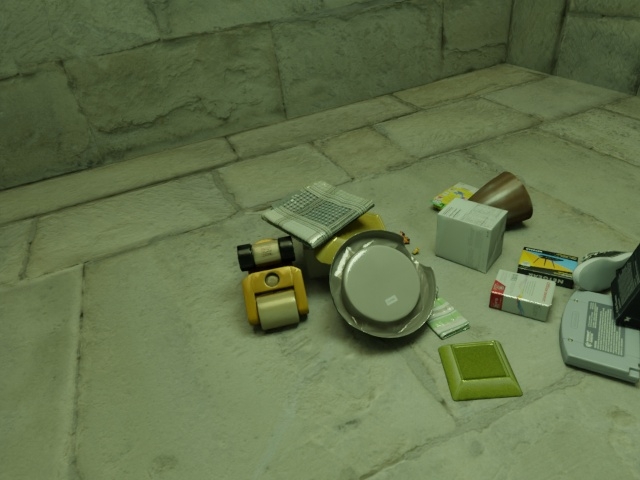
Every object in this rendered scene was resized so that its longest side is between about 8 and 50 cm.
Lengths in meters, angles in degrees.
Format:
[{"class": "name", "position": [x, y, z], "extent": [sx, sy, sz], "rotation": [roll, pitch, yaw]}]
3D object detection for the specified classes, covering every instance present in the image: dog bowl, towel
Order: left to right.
[{"class": "towel", "position": [-0.019, -0.115, 1.573], "extent": [0.312, 0.056, 0.324], "rotation": [-35, 41, -26]}, {"class": "dog bowl", "position": [0.189, 0.144, 1.399], "extent": [0.348, 0.102, 0.349], "rotation": [3, 69, -9]}, {"class": "towel", "position": [0.396, 0.246, 1.418], "extent": [0.113, 0.023, 0.152], "rotation": [-18, 36, -15]}]

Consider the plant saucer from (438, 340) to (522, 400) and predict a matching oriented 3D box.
[{"class": "plant saucer", "position": [0.447, 0.353, 1.236], "extent": [0.188, 0.045, 0.188], "rotation": [-6, 35, 3]}]

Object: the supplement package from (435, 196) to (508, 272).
[{"class": "supplement package", "position": [0.556, -0.024, 1.619], "extent": [0.203, 0.194, 0.149], "rotation": [22, 44, 36]}]

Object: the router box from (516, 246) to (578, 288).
[{"class": "router box", "position": [0.796, 0.092, 1.533], "extent": [0.178, 0.046, 0.133], "rotation": [13, 40, 27]}]

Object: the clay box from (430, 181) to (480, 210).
[{"class": "clay box", "position": [0.606, -0.181, 1.955], "extent": [0.222, 0.053, 0.127], "rotation": [-30, 40, -26]}]

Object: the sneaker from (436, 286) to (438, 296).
[{"class": "sneaker", "position": [0.334, 0.181, 1.492], "extent": [0.135, 0.052, 0.058], "rotation": [-6, 37, 17]}]

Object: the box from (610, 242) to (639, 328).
[{"class": "box", "position": [1.037, 0.117, 1.167], "extent": [0.343, 0.313, 0.179], "rotation": [20, 41, 16]}]

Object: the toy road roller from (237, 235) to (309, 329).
[{"class": "toy road roller", "position": [-0.167, 0.152, 1.561], "extent": [0.202, 0.240, 0.330], "rotation": [-11, 72, -5]}]

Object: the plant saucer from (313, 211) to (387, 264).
[{"class": "plant saucer", "position": [0.129, -0.025, 1.611], "extent": [0.332, 0.081, 0.333], "rotation": [11, 34, -18]}]

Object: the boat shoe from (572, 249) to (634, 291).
[{"class": "boat shoe", "position": [0.927, 0.085, 1.450], "extent": [0.306, 0.113, 0.105], "rotation": [-16, 17, -21]}]

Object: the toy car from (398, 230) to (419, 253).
[{"class": "toy car", "position": [0.343, 0.009, 1.741], "extent": [0.040, 0.060, 0.122], "rotation": [-42, 29, 7]}]

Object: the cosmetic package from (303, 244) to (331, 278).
[{"class": "cosmetic package", "position": [0.000, 0.000, 1.740], "extent": [0.129, 0.153, 0.296], "rotation": [-8, 33, 2]}]

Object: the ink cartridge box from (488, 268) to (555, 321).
[{"class": "ink cartridge box", "position": [0.655, 0.176, 1.419], "extent": [0.175, 0.072, 0.127], "rotation": [14, 40, 28]}]

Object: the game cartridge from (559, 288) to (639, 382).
[{"class": "game cartridge", "position": [0.814, 0.266, 1.278], "extent": [0.198, 0.062, 0.297], "rotation": [9, 38, 30]}]

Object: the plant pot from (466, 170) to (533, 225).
[{"class": "plant pot", "position": [0.688, -0.131, 1.764], "extent": [0.230, 0.215, 0.215], "rotation": [-26, 36, 0]}]
